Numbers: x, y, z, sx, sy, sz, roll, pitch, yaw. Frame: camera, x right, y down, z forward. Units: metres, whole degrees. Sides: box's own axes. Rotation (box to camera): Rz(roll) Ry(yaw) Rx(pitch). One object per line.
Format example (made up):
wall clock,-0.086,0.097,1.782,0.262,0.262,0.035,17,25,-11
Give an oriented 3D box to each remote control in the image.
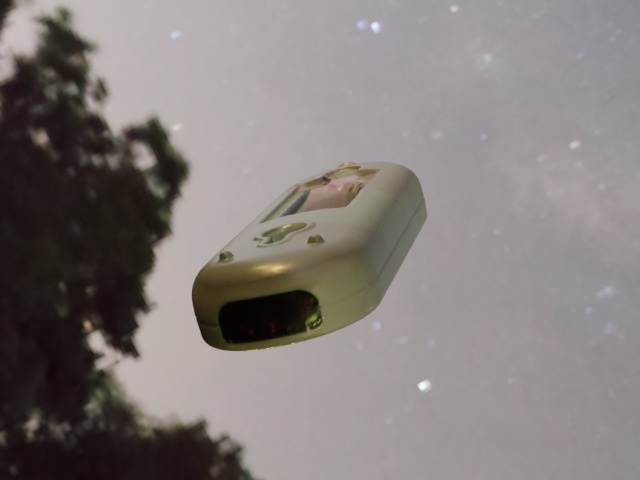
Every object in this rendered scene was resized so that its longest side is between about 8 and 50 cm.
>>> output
remote control,0.000,0.000,0.634,0.221,0.078,0.042,-47,126,-72
